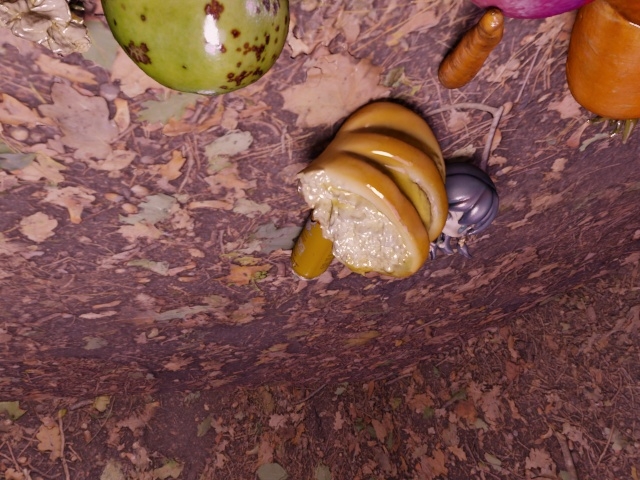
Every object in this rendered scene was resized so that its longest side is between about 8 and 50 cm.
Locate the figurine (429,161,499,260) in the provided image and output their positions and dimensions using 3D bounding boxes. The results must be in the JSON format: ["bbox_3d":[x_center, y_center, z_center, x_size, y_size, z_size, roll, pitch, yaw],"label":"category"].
[{"bbox_3d":[0.273,-0.062,1.084,0.265,0.196,0.175,-24,154,37],"label":"figurine"}]

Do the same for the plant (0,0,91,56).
[{"bbox_3d":[-0.308,-0.276,0.541,0.122,0.104,0.116,-47,167,8],"label":"plant"}]

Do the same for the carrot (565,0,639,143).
[{"bbox_3d":[0.503,-0.304,0.753,0.214,0.193,0.331,-23,154,7],"label":"carrot"}]

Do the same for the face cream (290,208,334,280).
[{"bbox_3d":[0.000,0.000,1.159,0.105,0.105,0.348,-2,150,-21],"label":"face cream"}]

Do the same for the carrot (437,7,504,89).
[{"bbox_3d":[0.228,-0.284,0.713,0.059,0.059,0.248,-15,180,0],"label":"carrot"}]

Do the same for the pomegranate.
[{"bbox_3d":[-0.131,-0.289,0.518,0.214,0.214,0.247,1,111,-27],"label":"pomegranate"}]

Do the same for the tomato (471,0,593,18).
[{"bbox_3d":[0.276,-0.388,0.524,0.290,0.176,0.335,12,143,-35],"label":"tomato"}]

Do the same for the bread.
[{"bbox_3d":[0.131,-0.083,0.895,0.270,0.211,0.315,-47,134,-22],"label":"bread"}]
